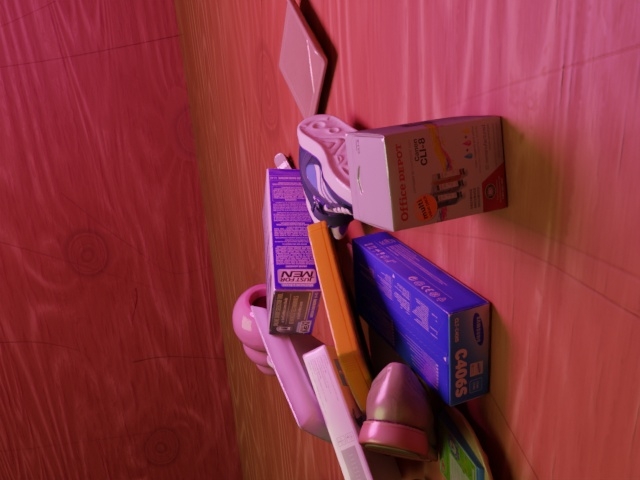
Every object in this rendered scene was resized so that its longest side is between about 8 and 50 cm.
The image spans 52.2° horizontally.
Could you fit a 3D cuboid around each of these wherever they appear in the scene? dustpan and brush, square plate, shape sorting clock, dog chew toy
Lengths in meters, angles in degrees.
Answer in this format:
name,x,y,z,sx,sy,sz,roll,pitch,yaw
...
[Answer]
name,x,y,z,sx,sy,sz,roll,pitch,yaw
dustpan and brush,0.145,0.257,1.311,0.147,0.060,0.211,-137,45,-62
square plate,0.002,0.324,1.509,0.344,0.049,0.347,39,-164,-45
shape sorting clock,0.245,0.374,1.092,0.206,0.040,0.206,163,90,-76
dog chew toy,-0.148,0.284,1.966,0.206,0.207,0.331,-121,18,-44

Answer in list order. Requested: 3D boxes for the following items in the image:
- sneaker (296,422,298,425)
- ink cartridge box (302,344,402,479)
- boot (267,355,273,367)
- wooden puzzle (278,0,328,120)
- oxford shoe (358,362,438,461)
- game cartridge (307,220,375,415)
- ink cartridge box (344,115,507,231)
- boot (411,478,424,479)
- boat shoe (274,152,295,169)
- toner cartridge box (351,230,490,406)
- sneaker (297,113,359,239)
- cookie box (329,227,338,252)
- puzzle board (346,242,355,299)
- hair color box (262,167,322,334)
name,x,y,z,sx,sy,sz,roll,pitch,yaw
sneaker,-0.013,0.495,1.799,0.216,0.121,0.079,100,152,-49
ink cartridge box,0.093,0.377,1.401,0.261,0.066,0.296,23,-138,-59
boot,-0.064,0.378,1.835,0.190,0.069,0.086,17,130,23
wooden puzzle,-0.035,-0.389,1.439,0.238,0.044,0.220,98,153,-56
oxford shoe,0.150,0.309,1.164,0.397,0.141,0.146,77,-157,-70
game cartridge,0.050,0.154,1.263,0.323,0.053,0.285,73,-177,-57
ink cartridge box,0.140,-0.095,0.889,0.127,0.176,0.128,-154,54,-67
boot,0.220,0.556,1.240,0.197,0.073,0.152,-173,76,-68
boat shoe,-0.082,-0.171,1.711,0.046,0.038,0.125,-36,66,24
toner cartridge box,0.160,0.117,1.126,0.348,0.075,0.165,-138,38,-61
sneaker,0.060,-0.079,1.248,0.323,0.130,0.236,50,157,46
cookie box,0.000,0.000,1.573,0.092,0.040,0.107,121,134,-65
puzzle board,0.084,0.081,1.428,0.096,0.011,0.128,-137,38,-58
hair color box,-0.070,0.021,1.472,0.185,0.110,0.338,102,167,-52
